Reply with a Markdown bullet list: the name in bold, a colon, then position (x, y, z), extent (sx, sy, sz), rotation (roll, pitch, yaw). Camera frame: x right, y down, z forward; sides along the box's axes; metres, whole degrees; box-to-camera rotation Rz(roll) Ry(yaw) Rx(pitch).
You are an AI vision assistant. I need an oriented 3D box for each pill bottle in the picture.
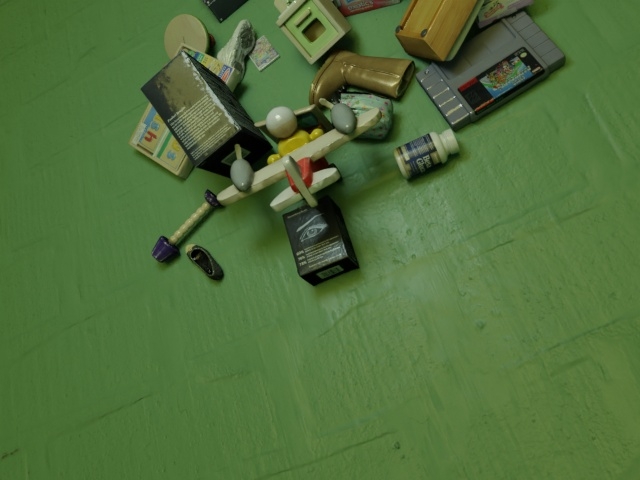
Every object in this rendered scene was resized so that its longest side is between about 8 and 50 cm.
- **pill bottle**: position (0.297, -0.246, 1.579), extent (0.169, 0.094, 0.094), rotation (-24, 64, 13)

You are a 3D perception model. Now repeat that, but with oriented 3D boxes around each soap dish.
- **soap dish**: position (0.349, -0.671, 1.617), extent (0.290, 0.118, 0.229), rotation (-62, 29, 13)

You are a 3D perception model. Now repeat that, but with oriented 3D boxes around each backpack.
- **backpack**: position (0.124, -0.370, 1.675), extent (0.182, 0.152, 0.115), rotation (9, 72, 9)

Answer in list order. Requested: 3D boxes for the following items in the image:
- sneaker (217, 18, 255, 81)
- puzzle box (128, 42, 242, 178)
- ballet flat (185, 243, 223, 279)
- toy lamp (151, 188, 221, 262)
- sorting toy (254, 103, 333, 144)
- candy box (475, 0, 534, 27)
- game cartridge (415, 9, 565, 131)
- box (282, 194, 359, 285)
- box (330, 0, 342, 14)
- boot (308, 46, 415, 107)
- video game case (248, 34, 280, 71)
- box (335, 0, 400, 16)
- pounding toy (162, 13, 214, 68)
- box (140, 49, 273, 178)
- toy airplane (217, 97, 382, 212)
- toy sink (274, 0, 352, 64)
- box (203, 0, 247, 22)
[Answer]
- **sneaker**: position (-0.310, -0.665, 1.972), extent (0.115, 0.090, 0.232), rotation (16, 84, 34)
- **puzzle box**: position (-0.469, -0.447, 1.936), extent (0.272, 0.052, 0.409), rotation (31, 95, 25)
- **ballet flat**: position (-0.365, 0.060, 1.756), extent (0.173, 0.049, 0.057), rotation (37, 86, 28)
- **toy lamp**: position (-0.430, -0.042, 1.804), extent (0.274, 0.080, 0.080), rotation (-47, 62, 1)
- **sorting toy**: position (-0.072, -0.337, 1.700), extent (0.193, 0.208, 0.038), rotation (-14, 79, 17)
- **candy box**: position (0.507, -0.731, 1.656), extent (0.165, 0.070, 0.196), rotation (-21, 47, 13)
- **game cartridge**: position (0.481, -0.490, 1.618), extent (0.355, 0.068, 0.230), rotation (-32, 59, 8)
- **box**: position (0.000, 0.000, 1.600), extent (0.153, 0.108, 0.207), rotation (-22, 64, 13)
- **box**: position (-0.015, -0.745, 1.873), extent (0.162, 0.116, 0.029), rotation (-7, 67, 19)
- **boot**: position (0.122, -0.484, 1.741), extent (0.270, 0.089, 0.236), rotation (22, 81, 26)
- **video game case**: position (-0.204, -0.654, 1.975), extent (0.087, 0.011, 0.122), rotation (-36, 63, 6)
- **box**: position (0.097, -0.845, 1.845), extent (0.300, 0.154, 0.142), rotation (-7, 69, 20)
- **pounding toy**: position (-0.468, -0.695, 2.060), extent (0.183, 0.110, 0.236), rotation (25, 111, 16)
- **box**: position (-0.333, -0.362, 1.698), extent (0.183, 0.296, 0.294), rotation (-37, 81, 9)
- **toy airplane**: position (-0.069, -0.232, 1.528), extent (0.386, 0.272, 0.384), rotation (-35, 12, -33)
- **toy sink**: position (-0.039, -0.699, 1.771), extent (0.153, 0.131, 0.234), rotation (-34, 104, 28)
- **box**: position (-0.332, -0.965, 2.090), extent (0.261, 0.103, 0.184), rotation (-38, 65, 5)
